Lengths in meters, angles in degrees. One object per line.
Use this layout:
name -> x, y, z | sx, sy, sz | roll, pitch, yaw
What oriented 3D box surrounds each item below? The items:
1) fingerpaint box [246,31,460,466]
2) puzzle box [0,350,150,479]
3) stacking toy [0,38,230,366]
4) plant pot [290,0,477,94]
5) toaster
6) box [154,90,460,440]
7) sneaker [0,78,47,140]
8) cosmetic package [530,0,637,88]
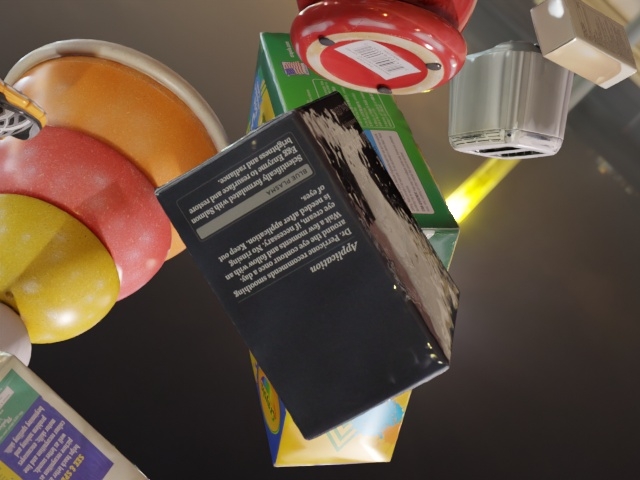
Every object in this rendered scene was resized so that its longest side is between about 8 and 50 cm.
fingerpaint box -> 0.000, 0.000, 1.369 | 0.163, 0.371, 0.445 | 1, -142, -15
puzzle box -> -0.337, 0.340, 0.990 | 0.052, 0.409, 0.272 | 6, 142, 46
stacking toy -> -0.336, 0.004, 1.328 | 0.350, 0.350, 0.480 | 40, -138, -15
plant pot -> 0.060, -0.245, 1.028 | 0.191, 0.174, 0.191 | 10, 165, 3
toaster -> 0.275, -0.198, 1.529 | 0.129, 0.146, 0.227 | 7, 177, -27
box -> 0.002, 0.006, 0.618 | 0.158, 0.093, 0.156 | 59, -166, -5
sneaker -> -0.359, -0.138, 1.106 | 0.084, 0.083, 0.215 | 29, 177, 15
cosmetic package -> 0.265, -0.200, 1.069 | 0.115, 0.041, 0.060 | 16, -124, -41
